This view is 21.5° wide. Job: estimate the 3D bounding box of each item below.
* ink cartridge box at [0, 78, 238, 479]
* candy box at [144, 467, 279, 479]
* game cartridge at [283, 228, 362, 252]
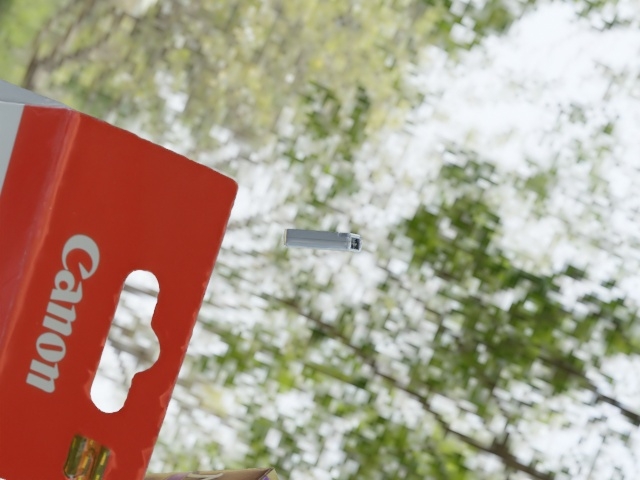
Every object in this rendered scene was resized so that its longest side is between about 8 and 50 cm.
[{"bbox_3d":[-0.284,0.030,1.183,0.091,0.385,0.308,-50,162,-66],"label":"ink cartridge box"},{"bbox_3d":[-0.136,0.267,1.621,0.186,0.053,0.109,-7,-163,37],"label":"candy box"},{"bbox_3d":[0.000,0.000,1.300,0.083,0.056,0.017,11,87,-80],"label":"game cartridge"}]
